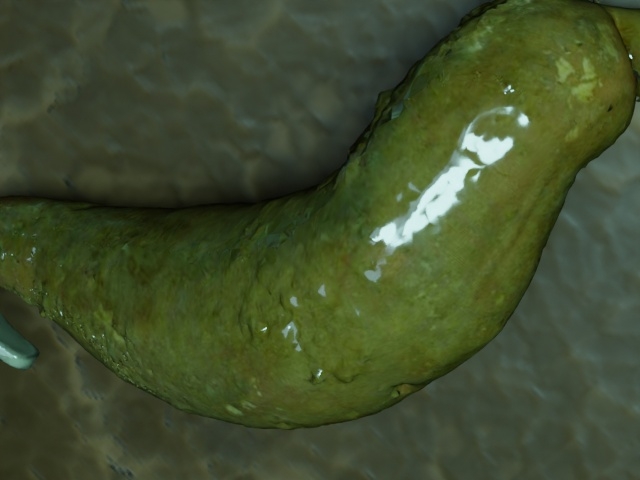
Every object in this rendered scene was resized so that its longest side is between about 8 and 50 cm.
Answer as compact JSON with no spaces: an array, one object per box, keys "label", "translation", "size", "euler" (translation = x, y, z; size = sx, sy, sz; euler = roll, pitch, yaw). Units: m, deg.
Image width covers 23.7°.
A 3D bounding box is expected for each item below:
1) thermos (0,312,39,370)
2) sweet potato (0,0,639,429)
[{"label":"thermos","translation":[-0.239,0.104,0.627],"size":[0.146,0.176,0.265],"euler":[24,114,-37]},{"label":"sweet potato","translation":[0.002,0.002,0.553],"size":[0.310,0.098,0.124],"euler":[-20,69,24]}]
